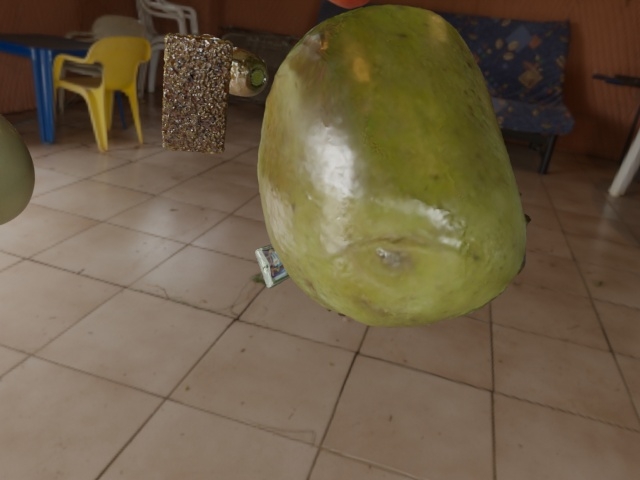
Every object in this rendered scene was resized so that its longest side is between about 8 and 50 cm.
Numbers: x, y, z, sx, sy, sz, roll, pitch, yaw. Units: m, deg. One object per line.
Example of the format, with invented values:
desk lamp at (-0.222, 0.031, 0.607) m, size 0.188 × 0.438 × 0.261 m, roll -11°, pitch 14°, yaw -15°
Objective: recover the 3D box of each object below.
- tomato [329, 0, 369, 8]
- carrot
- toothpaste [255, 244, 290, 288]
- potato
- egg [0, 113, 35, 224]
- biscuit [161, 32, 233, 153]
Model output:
tomato at (0.072, -0.800, 1.459) m, size 0.259 × 0.260 × 0.180 m, roll 14°, pitch 21°, yaw 15°
carrot at (-0.269, -0.511, 1.515) m, size 0.138 × 0.139 × 0.302 m, roll -10°, pitch 35°, yaw -34°
toothpaste at (0.000, 0.000, 1.108) m, size 0.392 × 0.099 × 0.061 m, roll -26°, pitch -11°, yaw 35°
potato at (0.064, -0.061, 0.546) m, size 0.212 × 0.330 × 0.280 m, roll 37°, pitch 24°, yaw -53°
egg at (-0.591, -0.135, 0.856) m, size 0.185 × 0.242 × 0.186 m, roll -14°, pitch 30°, yaw 9°
biscuit at (-0.243, -0.279, 1.009) m, size 0.131 × 0.231 × 0.025 m, roll 2°, pitch 30°, yaw -14°
